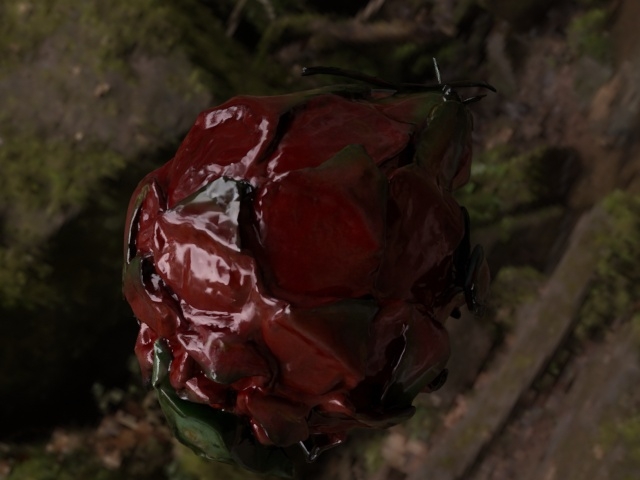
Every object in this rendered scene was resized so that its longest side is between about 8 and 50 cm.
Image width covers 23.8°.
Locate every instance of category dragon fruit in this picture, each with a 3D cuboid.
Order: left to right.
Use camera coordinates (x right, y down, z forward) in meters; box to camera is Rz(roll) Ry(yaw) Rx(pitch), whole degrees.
[{"bbox_3d":[0.000,0.000,0.938,0.293,0.234,0.234,-50,11,-26],"label":"dragon fruit"}]
